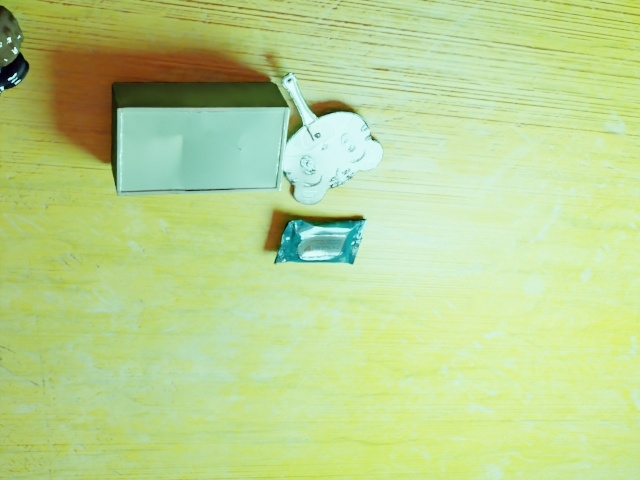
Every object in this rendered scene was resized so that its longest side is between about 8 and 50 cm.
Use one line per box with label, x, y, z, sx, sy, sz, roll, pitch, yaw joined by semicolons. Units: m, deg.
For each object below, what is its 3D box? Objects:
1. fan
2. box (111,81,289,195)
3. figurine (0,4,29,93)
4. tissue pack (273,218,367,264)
fan;-0.006;-0.152;1.467;0.153;0.008;0.226;-29;132;2
box;-0.166;-0.138;1.389;0.225;0.086;0.129;-3;123;-16
figurine;-0.455;-0.284;1.115;0.204;0.185;0.332;-34;140;-29
tissue pack;0.000;0.000;1.570;0.138;0.028;0.085;2;124;-25
